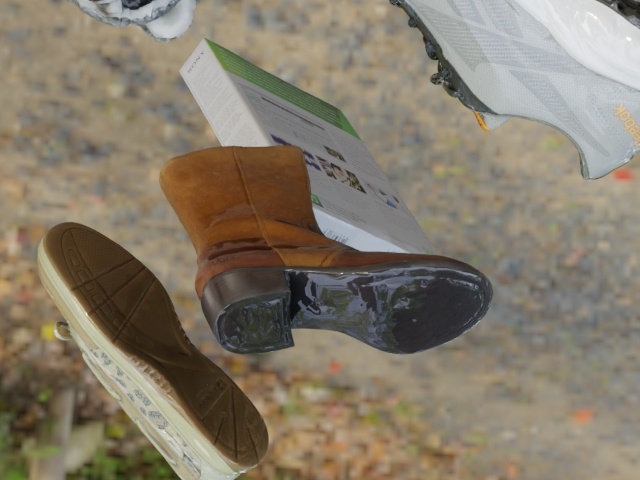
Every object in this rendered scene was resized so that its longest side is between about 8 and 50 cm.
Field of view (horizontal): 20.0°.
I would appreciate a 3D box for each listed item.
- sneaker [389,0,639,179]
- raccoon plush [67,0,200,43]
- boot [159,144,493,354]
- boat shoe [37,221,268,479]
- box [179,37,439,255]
[{"bbox_3d":[0.082,-0.130,1.020,0.271,0.108,0.100,33,-162,-5],"label":"sneaker"},{"bbox_3d":[-0.097,-0.382,1.688,0.216,0.446,0.299,36,144,14],"label":"raccoon plush"},{"bbox_3d":[0.000,0.000,1.678,0.264,0.280,0.096,-10,122,-8],"label":"boot"},{"bbox_3d":[-0.170,0.112,1.658,0.089,0.285,0.104,-40,178,38],"label":"boat shoe"},{"bbox_3d":[-0.010,-0.080,2.021,0.232,0.322,0.058,25,115,-40],"label":"box"}]
